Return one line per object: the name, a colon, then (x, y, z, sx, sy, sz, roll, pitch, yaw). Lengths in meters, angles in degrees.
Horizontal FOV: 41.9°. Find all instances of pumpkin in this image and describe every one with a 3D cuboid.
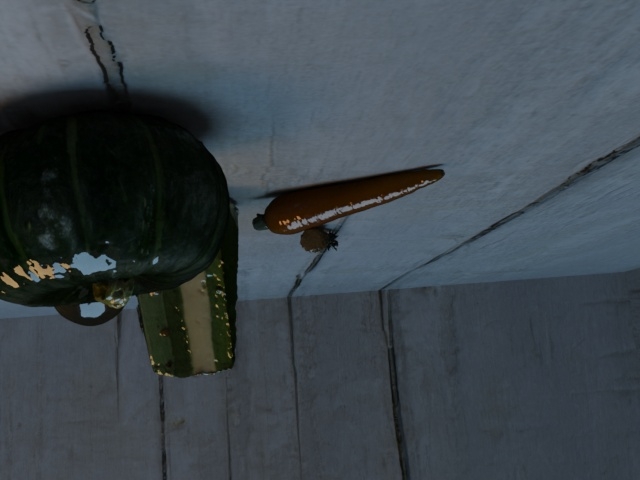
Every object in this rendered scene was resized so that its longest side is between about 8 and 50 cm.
pumpkin: (-0.243, -0.023, 0.924, 0.300, 0.207, 0.300, -14, 172, -2)

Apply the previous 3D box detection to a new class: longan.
longan: (-0.499, 0.103, 1.812, 0.168, 0.167, 0.187, 1, 148, -35)

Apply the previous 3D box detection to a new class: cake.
cake: (-0.207, 0.066, 1.362, 0.158, 0.283, 0.172, -5, -172, 6)

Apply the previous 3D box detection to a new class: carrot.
carrot: (0.037, -0.067, 1.319, 0.336, 0.069, 0.069, -15, 168, 22)

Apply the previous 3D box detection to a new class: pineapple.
pineapple: (0.000, 0.000, 1.739, 0.058, 0.058, 0.124, -8, 176, 18)
